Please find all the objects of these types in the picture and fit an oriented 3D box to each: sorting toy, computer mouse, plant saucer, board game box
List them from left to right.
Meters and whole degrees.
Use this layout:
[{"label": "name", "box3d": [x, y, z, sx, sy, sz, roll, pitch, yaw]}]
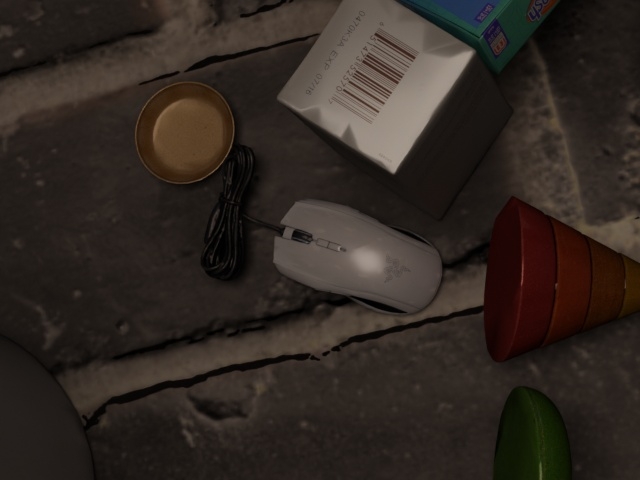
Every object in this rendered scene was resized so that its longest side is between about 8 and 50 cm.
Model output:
[{"label": "plant saucer", "box3d": [-0.106, -0.085, 1.359, 0.083, 0.015, 0.083, -2, 80, 15]}, {"label": "computer mouse", "box3d": [0.000, 0.000, 1.302, 0.193, 0.042, 0.106, 17, 84, 17]}, {"label": "board game box", "box3d": [0.099, -0.231, 1.264, 0.160, 0.047, 0.210, -49, 51, -9]}, {"label": "sorting toy", "box3d": [0.189, 0.144, 1.182, 0.126, 0.127, 0.366, 3, 65, -8]}]

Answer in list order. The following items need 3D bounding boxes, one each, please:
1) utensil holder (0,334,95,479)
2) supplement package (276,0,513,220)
[{"label": "utensil holder", "box3d": [-0.366, 0.183, 1.188, 0.327, 0.385, 0.328, -3, 79, 14]}, {"label": "supplement package", "box3d": [0.058, -0.097, 1.232, 0.105, 0.179, 0.105, 33, 89, 17]}]
